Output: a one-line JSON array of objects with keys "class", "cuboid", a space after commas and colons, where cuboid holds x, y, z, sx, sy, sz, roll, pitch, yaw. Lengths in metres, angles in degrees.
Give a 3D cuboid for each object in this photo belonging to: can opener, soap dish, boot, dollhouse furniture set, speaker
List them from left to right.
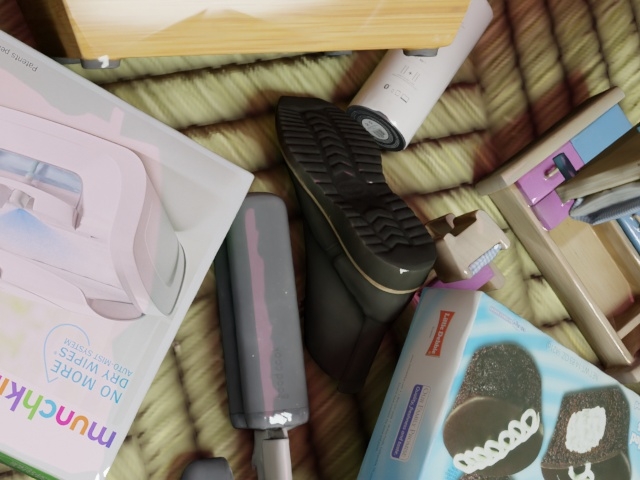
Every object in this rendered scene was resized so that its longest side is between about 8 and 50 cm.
[{"class": "soap dish", "cuboid": [-0.059, -0.179, 0.811, 0.290, 0.229, 0.118, -5, 101, -20]}, {"class": "can opener", "cuboid": [-0.060, 0.111, 0.839, 0.095, 0.076, 0.283, -4, 83, -21]}, {"class": "boot", "cuboid": [0.000, 0.000, 0.881, 0.077, 0.137, 0.198, 0, 43, -25]}, {"class": "speaker", "cuboid": [0.078, -0.137, 0.934, 0.055, 0.055, 0.136, 37, 72, -11]}, {"class": "dollhouse furniture set", "cuboid": [0.241, 0.004, 0.840, 0.286, 0.303, 0.198, -37, 94, -20]}]

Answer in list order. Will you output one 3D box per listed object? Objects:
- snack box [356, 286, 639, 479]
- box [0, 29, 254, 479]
[{"class": "snack box", "cuboid": [0.161, 0.180, 0.853, 0.322, 0.060, 0.187, 31, 72, -38]}, {"class": "box", "cuboid": [-0.217, 0.003, 0.773, 0.262, 0.127, 0.231, 30, 72, -14]}]
